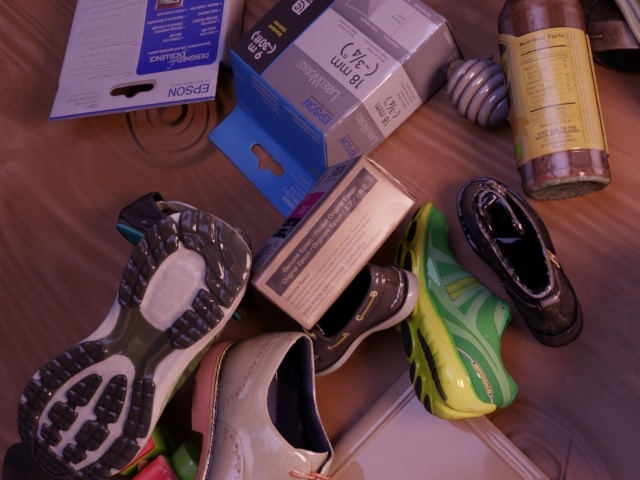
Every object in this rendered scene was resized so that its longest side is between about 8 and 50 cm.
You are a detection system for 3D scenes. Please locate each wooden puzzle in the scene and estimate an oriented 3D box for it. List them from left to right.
[{"bbox_3d":[0.117,0.285,1.052,0.221,0.044,0.238,-46,53,0],"label":"wooden puzzle"}]

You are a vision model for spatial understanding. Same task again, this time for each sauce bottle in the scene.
[{"bbox_3d":[0.277,-0.224,1.128,0.111,0.111,0.345,-10,75,20],"label":"sauce bottle"}]

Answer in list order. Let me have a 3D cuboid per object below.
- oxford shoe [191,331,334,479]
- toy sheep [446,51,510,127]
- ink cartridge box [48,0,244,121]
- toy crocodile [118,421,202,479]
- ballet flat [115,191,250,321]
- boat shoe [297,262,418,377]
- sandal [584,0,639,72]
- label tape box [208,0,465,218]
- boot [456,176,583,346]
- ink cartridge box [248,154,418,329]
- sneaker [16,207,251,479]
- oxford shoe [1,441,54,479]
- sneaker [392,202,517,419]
[{"bbox_3d":[-0.061,0.291,1.037,0.146,0.140,0.397,-21,67,35],"label":"oxford shoe"},{"bbox_3d":[0.215,-0.192,1.195,0.091,0.091,0.132,-46,63,-1],"label":"toy sheep"},{"bbox_3d":[-0.272,-0.327,1.485,0.303,0.072,0.307,-4,68,21],"label":"ink cartridge box"},{"bbox_3d":[-0.232,0.259,1.177,0.115,0.105,0.340,-42,57,2],"label":"toy crocodile"},{"bbox_3d":[-0.175,0.005,1.278,0.280,0.095,0.096,33,71,32],"label":"ballet flat"},{"bbox_3d":[0.020,0.094,1.108,0.227,0.068,0.081,-41,41,38],"label":"boat shoe"},{"bbox_3d":[0.374,-0.243,1.132,0.086,0.120,0.303,-36,57,22],"label":"sandal"},{"bbox_3d":[-0.003,-0.223,1.292,0.333,0.106,0.240,-44,57,0],"label":"label tape box"},{"bbox_3d":[0.212,-0.009,1.026,0.091,0.229,0.263,-33,59,8],"label":"boot"},{"bbox_3d":[0.000,0.000,1.115,0.088,0.234,0.193,40,84,-7],"label":"ink cartridge box"},{"bbox_3d":[-0.202,0.133,1.115,0.158,0.182,0.410,43,105,7],"label":"sneaker"},{"bbox_3d":[-0.384,0.363,1.225,0.212,0.076,0.076,59,138,42],"label":"oxford shoe"},{"bbox_3d":[0.156,0.084,1.097,0.123,0.109,0.296,7,49,-18],"label":"sneaker"}]
